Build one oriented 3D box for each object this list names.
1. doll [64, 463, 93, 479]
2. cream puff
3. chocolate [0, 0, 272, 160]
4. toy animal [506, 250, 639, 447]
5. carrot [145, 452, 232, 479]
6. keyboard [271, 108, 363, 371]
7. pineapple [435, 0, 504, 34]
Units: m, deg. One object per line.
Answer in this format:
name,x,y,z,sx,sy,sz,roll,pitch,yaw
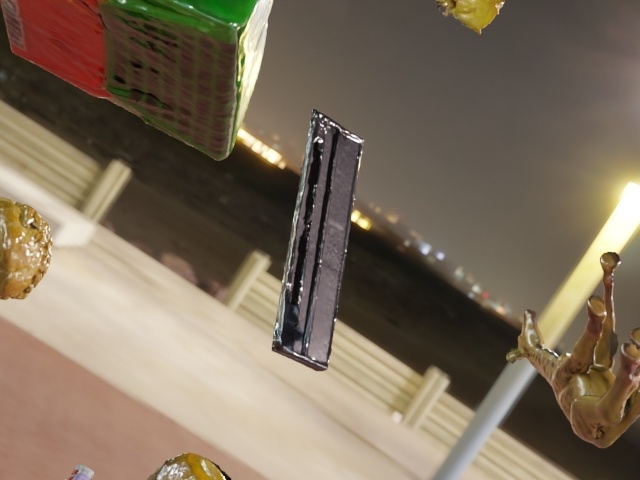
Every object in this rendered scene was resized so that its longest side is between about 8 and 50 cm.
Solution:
doll,-0.313,0.337,1.411,0.075,0.102,0.227,33,29,-8
cream puff,-0.420,0.015,1.718,0.103,0.144,0.126,14,20,-39
chocolate,-0.229,-0.298,1.596,0.341,0.161,0.360,28,-21,4
toy animal,0.217,0.105,1.067,0.054,0.149,0.275,-7,-16,-7
carrot,-0.152,0.268,1.142,0.082,0.173,0.082,39,10,-8
keyboard,0.000,0.000,1.241,0.017,0.250,0.087,-6,-23,38
pineapple,0.130,-0.368,1.407,0.250,0.140,0.164,39,28,-7
